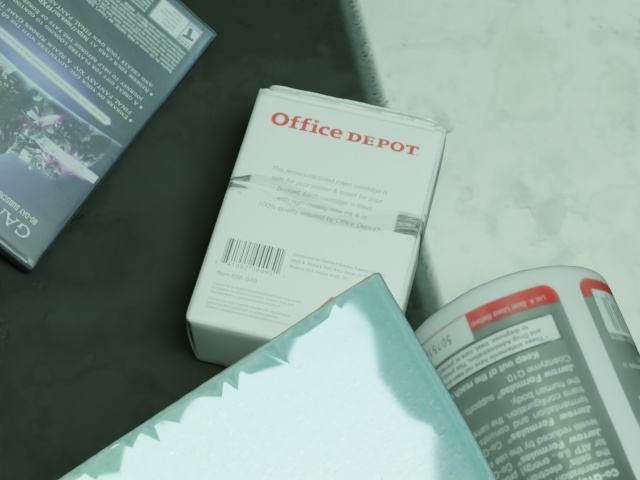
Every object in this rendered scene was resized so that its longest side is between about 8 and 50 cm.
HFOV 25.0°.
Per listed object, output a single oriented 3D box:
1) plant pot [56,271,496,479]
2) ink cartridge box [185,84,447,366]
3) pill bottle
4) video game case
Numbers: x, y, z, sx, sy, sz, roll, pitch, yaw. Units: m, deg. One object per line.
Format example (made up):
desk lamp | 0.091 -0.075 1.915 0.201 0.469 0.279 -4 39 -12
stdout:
plant pot | -0.010 0.216 0.873 0.247 0.247 0.252 -33 78 -21
ink cartridge box | 0.000 0.000 1.143 0.158 0.092 0.218 13 65 6
pill bottle | 0.178 0.175 1.013 0.161 0.161 0.283 -15 64 -8
video game case | -0.237 -0.138 1.201 0.196 0.026 0.274 41 67 -13
